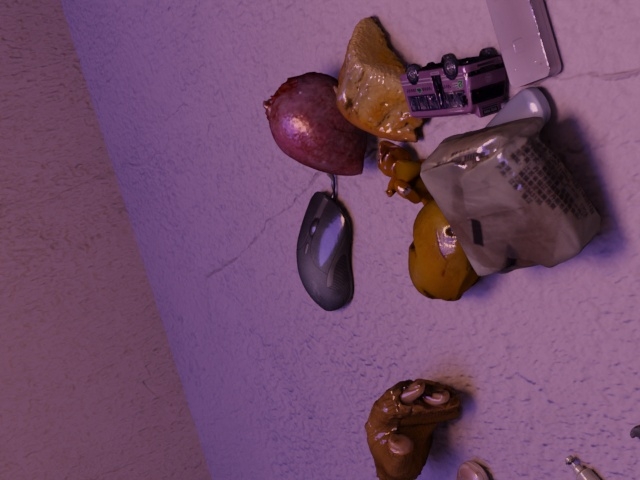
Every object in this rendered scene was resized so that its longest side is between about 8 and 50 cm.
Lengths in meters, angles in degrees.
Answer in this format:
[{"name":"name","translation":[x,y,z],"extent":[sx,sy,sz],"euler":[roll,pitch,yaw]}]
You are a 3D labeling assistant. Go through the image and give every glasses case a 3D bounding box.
[{"name":"glasses case","translation":[0.317,0.550,2.100],"extent":[0.081,0.051,0.204],"euler":[25,126,52]},{"name":"glasses case","translation":[0.320,-0.187,1.687],"extent":[0.067,0.045,0.178],"euler":[62,149,14]}]

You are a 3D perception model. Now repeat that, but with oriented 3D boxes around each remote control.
[{"name":"remote control","translation":[0.310,-0.372,1.615],"extent":[0.103,0.034,0.250],"euler":[-15,93,62]}]

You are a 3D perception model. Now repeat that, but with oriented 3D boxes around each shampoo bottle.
[{"name":"shampoo bottle","translation":[0.477,0.430,1.772],"extent":[0.141,0.034,0.049],"euler":[50,152,36]}]

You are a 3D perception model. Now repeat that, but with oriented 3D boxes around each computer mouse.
[{"name":"computer mouse","translation":[0.000,0.000,2.320],"extent":[0.167,0.090,0.379],"euler":[35,132,47]}]

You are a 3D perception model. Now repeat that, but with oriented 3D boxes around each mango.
[{"name":"mango","translation":[0.233,0.023,1.878],"extent":[0.167,0.130,0.262],"euler":[55,152,29]}]

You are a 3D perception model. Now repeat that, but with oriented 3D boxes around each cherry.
[{"name":"cherry","translation":[0.005,-0.231,2.081],"extent":[0.175,0.192,0.249],"euler":[-42,81,24]}]

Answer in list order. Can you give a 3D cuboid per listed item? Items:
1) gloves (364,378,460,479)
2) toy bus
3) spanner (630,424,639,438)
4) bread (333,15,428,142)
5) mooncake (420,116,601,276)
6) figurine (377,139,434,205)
[{"name":"gloves","translation":[0.175,0.387,2.107],"extent":[0.155,0.203,0.356],"euler":[35,145,15]},{"name":"toy bus","translation":[0.229,-0.266,1.753],"extent":[0.199,0.096,0.108],"euler":[8,114,60]},{"name":"spanner","translation":[0.562,0.283,1.557],"extent":[0.054,0.015,0.254],"euler":[67,151,14]},{"name":"bread","translation":[0.093,-0.293,1.938],"extent":[0.251,0.133,0.174],"euler":[57,147,27]},{"name":"mooncake","translation":[0.310,-0.073,1.643],"extent":[0.250,0.136,0.254],"euler":[-17,108,55]},{"name":"figurine","translation":[0.171,-0.120,1.957],"extent":[0.176,0.121,0.122],"euler":[52,176,45]}]
